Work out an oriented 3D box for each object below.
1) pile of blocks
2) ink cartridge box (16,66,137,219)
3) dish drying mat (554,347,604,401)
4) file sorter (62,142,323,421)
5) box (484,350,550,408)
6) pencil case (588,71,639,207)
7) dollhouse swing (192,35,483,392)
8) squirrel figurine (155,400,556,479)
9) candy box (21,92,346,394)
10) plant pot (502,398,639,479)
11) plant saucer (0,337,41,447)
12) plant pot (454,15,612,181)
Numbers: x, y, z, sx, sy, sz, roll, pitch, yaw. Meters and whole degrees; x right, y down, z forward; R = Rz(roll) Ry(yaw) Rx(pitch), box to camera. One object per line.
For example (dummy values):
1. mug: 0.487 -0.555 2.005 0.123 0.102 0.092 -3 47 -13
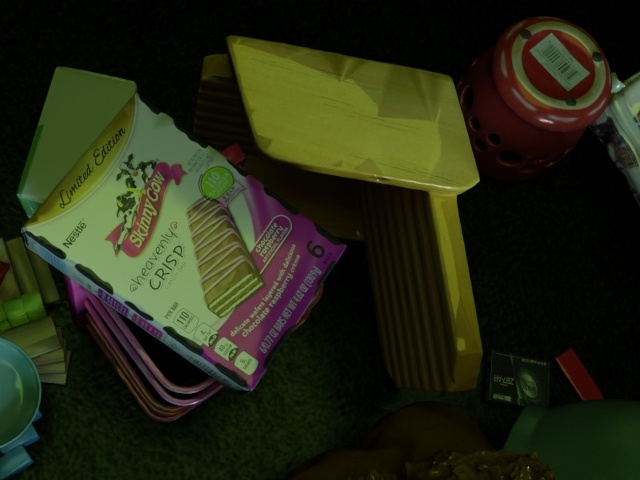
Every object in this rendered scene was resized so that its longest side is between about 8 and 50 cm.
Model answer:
1. pile of blocks: -0.360 0.155 0.918 0.148 0.113 0.362 5 71 -11
2. ink cartridge box: -0.265 -0.069 0.962 0.092 0.219 0.160 11 68 -5
3. dish drying mat: 0.349 0.187 1.122 0.032 0.008 0.083 -27 78 -20
4. file sorter: -0.138 0.070 0.905 0.202 0.291 0.182 -35 85 -21
5. box: 0.258 0.185 1.097 0.083 0.018 0.067 13 69 -8
6. pencil case: 0.517 -0.047 1.155 0.183 0.160 0.411 -7 71 -48
7. dollhouse swing: 0.000 0.000 0.937 0.315 0.347 0.305 8 81 -10
8. squirrel figurine: 0.016 0.297 0.801 0.370 0.397 0.281 1 76 -19
9. candy box: -0.117 0.005 0.737 0.233 0.071 0.159 35 70 -4
10. plant pot: 0.296 0.301 0.946 0.196 0.293 0.293 21 65 23
11. plant saucer: -0.349 0.156 0.854 0.119 0.021 0.119 13 64 -29
12. plant pot: 0.288 -0.198 1.156 0.191 0.174 0.191 3 72 -9
